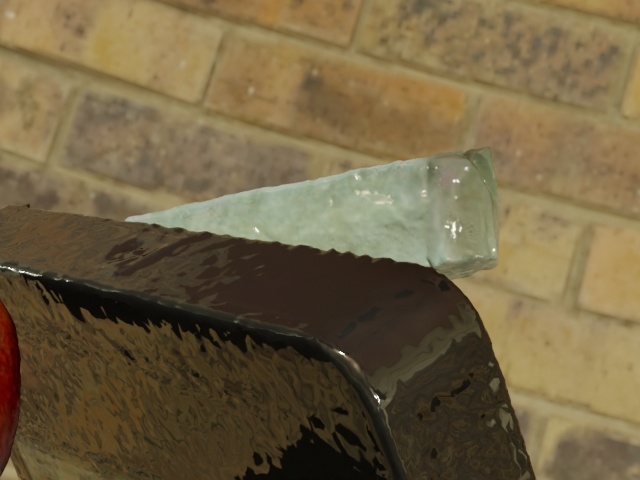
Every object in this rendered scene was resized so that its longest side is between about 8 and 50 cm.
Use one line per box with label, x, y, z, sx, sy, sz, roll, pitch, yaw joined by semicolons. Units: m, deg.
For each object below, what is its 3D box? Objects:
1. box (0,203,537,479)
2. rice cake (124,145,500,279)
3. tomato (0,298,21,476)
box;-0.043;0.096;0.614;0.350;0.058;0.211;9;-55;51
rice cake;0.000;0.000;0.806;0.206;0.069;0.063;-12;-6;17
tomato;-0.178;0.096;0.557;0.099;0.173;0.189;34;15;9
